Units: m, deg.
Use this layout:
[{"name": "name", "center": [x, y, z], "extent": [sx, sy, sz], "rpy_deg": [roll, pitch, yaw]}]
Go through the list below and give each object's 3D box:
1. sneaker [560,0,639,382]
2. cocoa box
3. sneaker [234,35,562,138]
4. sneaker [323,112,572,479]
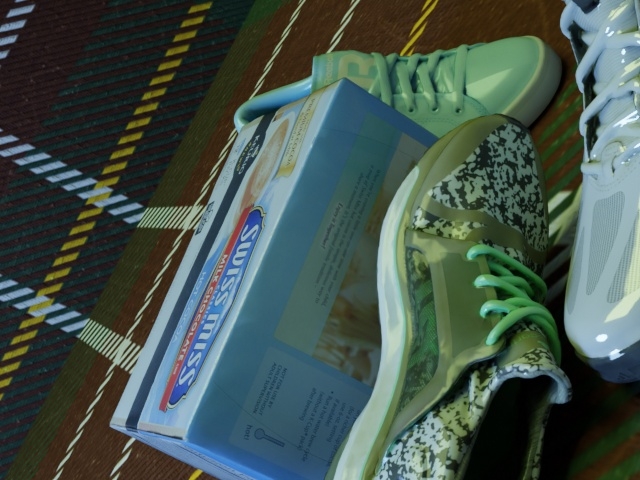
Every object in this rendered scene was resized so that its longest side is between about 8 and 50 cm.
[{"name": "sneaker", "center": [0.197, -0.140, 0.751], "extent": [0.169, 0.257, 0.447], "rpy_deg": [-23, 42, 59]}, {"name": "cocoa box", "center": [-0.002, 0.067, 0.990], "extent": [0.228, 0.231, 0.347], "rpy_deg": [-13, 51, 63]}, {"name": "sneaker", "center": [0.065, -0.142, 1.112], "extent": [0.366, 0.150, 0.135], "rpy_deg": [-20, 52, 30]}, {"name": "sneaker", "center": [0.134, 0.084, 0.784], "extent": [0.182, 0.158, 0.410], "rpy_deg": [-19, 52, 56]}]
